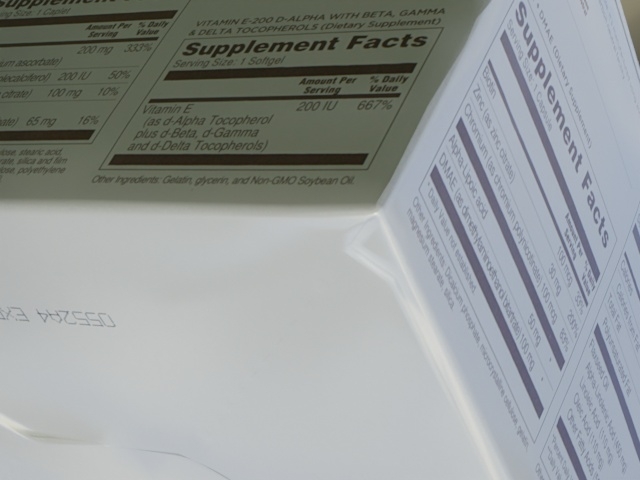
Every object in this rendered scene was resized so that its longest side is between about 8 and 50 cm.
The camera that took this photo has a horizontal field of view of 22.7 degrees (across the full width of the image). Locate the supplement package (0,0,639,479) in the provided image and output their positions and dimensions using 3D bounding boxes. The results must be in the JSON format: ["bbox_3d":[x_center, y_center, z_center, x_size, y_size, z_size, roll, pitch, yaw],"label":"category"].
[{"bbox_3d":[-0.034,0.011,0.507,0.262,0.204,0.145,2,-133,32],"label":"supplement package"}]
